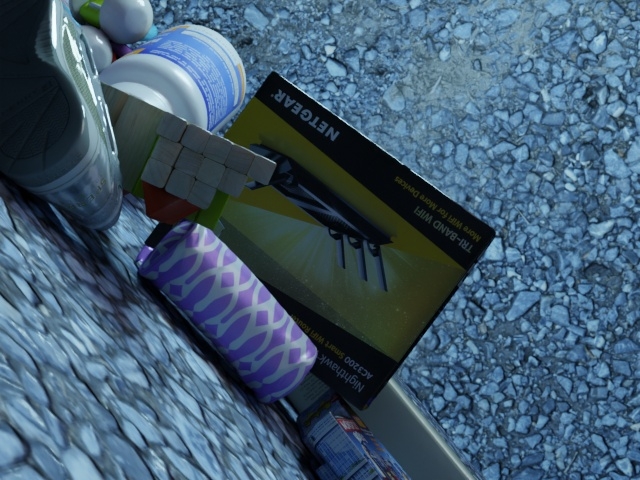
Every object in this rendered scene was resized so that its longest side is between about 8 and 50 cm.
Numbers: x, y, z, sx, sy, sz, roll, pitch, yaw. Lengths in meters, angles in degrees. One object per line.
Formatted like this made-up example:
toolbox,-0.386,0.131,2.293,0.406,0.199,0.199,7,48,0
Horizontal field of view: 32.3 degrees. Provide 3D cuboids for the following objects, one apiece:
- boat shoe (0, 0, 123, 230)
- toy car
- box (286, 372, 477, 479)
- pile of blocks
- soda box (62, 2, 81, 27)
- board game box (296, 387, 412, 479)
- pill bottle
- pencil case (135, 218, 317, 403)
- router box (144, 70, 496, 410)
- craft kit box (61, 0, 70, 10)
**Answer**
boat shoe,-0.253,-0.135,1.006,0.320,0.118,0.103,57,0,43
toy car,-0.299,-0.270,1.519,0.159,0.182,0.136,30,-19,48
box,0.069,0.228,1.305,0.275,0.113,0.094,52,1,12
pile of blocks,-0.166,-0.072,1.085,0.149,0.113,0.362,24,3,-34
soda box,-0.446,-0.372,1.638,0.210,0.071,0.067,50,1,-6
board game box,0.040,0.239,1.150,0.194,0.060,0.194,49,2,19
pill bottle,-0.201,-0.171,1.391,0.152,0.152,0.272,49,24,-9
pencil case,-0.095,0.071,1.101,0.206,0.088,0.086,49,39,-13
router box,0.000,0.000,1.229,0.309,0.243,0.081,36,0,9
craft kit box,-0.492,-0.428,1.987,0.246,0.061,0.250,48,0,36
